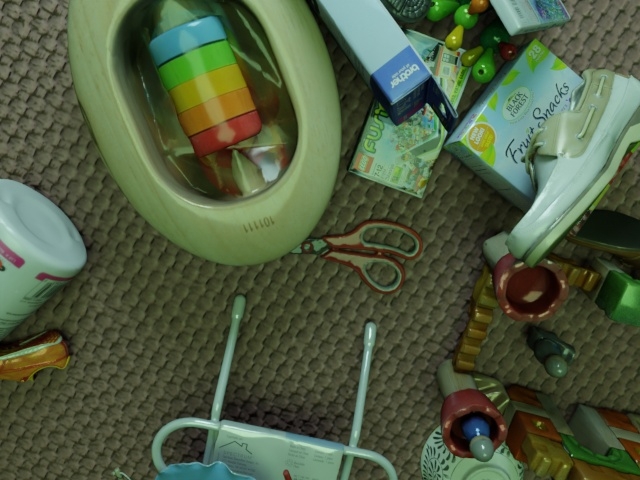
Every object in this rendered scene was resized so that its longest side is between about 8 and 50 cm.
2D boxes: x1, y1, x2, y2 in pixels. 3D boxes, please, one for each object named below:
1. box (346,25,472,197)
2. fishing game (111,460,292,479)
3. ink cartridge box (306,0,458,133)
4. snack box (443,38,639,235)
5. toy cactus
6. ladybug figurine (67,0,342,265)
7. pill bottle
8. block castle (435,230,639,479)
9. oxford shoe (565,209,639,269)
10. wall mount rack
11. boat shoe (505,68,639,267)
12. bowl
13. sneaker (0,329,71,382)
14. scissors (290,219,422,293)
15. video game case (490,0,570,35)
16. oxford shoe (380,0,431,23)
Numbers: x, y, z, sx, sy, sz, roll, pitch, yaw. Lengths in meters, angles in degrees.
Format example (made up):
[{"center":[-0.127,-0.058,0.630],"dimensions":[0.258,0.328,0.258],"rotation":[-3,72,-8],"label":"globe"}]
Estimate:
[{"center":[0.124,-0.175,0.814],"dimensions":[0.114,0.036,0.207],"rotation":[18,100,-5],"label":"box"},{"center":[-0.141,0.363,0.800],"dimensions":[0.264,0.041,0.189],"rotation":[-9,115,17],"label":"fishing game"},{"center":[0.049,-0.246,0.694],"dimensions":[0.065,0.186,0.311],"rotation":[-38,88,10],"label":"ink cartridge box"},{"center":[0.303,-0.135,0.796],"dimensions":[0.207,0.070,0.174],"rotation":[36,86,-7],"label":"snack box"},{"center":[0.217,-0.316,0.753],"dimensions":[0.180,0.112,0.219],"rotation":[-11,73,-20],"label":"toy cactus"},{"center":[-0.137,-0.191,0.741],"dimensions":[0.305,0.162,0.449],"rotation":[-17,102,3],"label":"ladybug figurine"},{"center":[-0.473,0.064,0.784],"dimensions":[0.283,0.160,0.160],"rotation":[-39,99,6],"label":"pill bottle"},{"center":[0.402,0.191,0.784],"dimensions":[0.453,0.213,0.303],"rotation":[15,109,-4],"label":"block castle"},{"center":[0.447,0.010,0.846],"dimensions":[0.212,0.076,0.076],"rotation":[13,139,5],"label":"oxford shoe"},{"center":[-0.053,0.260,0.857],"dimensions":[0.350,0.130,0.304],"rotation":[12,104,-4],"label":"wall mount rack"},{"center":[0.293,-0.093,0.696],"dimensions":[0.103,0.113,0.302],"rotation":[37,63,14],"label":"boat shoe"},{"center":[0.245,0.362,0.902],"dimensions":[0.170,0.080,0.170],"rotation":[0,102,-1],"label":"bowl"},{"center":[-0.458,0.185,0.860],"dimensions":[0.175,0.064,0.067],"rotation":[-11,111,4],"label":"sneaker"},{"center":[0.000,0.000,0.857],"dimensions":[0.297,0.021,0.109],"rotation":[15,103,-3],"label":"scissors"},{"center":[0.229,-0.323,0.704],"dimensions":[0.019,0.143,0.157],"rotation":[-33,84,48],"label":"video game case"},{"center":[0.062,-0.364,0.744],"dimensions":[0.082,0.096,0.227],"rotation":[-33,85,-7],"label":"oxford shoe"}]
